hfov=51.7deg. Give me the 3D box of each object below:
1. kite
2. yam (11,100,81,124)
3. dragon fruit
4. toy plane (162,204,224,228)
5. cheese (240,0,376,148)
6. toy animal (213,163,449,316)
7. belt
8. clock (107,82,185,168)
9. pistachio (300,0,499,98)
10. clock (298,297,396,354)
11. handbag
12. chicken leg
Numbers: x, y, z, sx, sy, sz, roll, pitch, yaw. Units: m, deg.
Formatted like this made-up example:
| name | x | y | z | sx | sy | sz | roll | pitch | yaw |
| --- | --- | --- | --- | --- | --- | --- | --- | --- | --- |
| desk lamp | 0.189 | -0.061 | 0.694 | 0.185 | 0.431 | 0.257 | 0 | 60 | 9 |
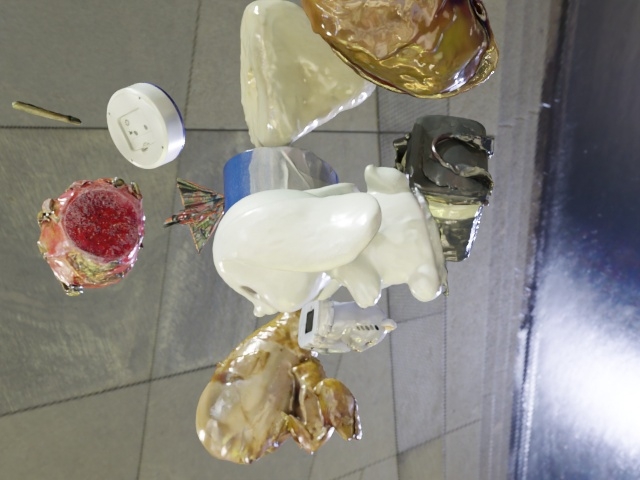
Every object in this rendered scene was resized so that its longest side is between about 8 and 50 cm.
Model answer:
| name | x | y | z | sx | sy | sz | roll | pitch | yaw |
| --- | --- | --- | --- | --- | --- | --- | --- | --- | --- |
| kite | -0.319 | -0.067 | 1.747 | 0.183 | 0.014 | 0.241 | -18 | 126 | -21 |
| yam | -0.439 | -0.205 | 1.064 | 0.107 | 0.014 | 0.014 | 13 | 107 | -34 |
| dragon fruit | -0.454 | -0.032 | 1.326 | 0.211 | 0.147 | 0.282 | 22 | 64 | -13 |
| toy plane | -0.291 | -0.057 | 1.531 | 0.145 | 0.060 | 0.037 | -10 | 98 | 9 |
| cheese | -0.039 | -0.313 | 1.181 | 0.251 | 0.173 | 0.248 | -25 | 103 | -17 |
| toy animal | 0.016 | -0.001 | 0.848 | 0.289 | 0.249 | 0.174 | -12 | 96 | -28 |
| belt | -0.065 | -0.057 | 1.242 | 0.212 | 0.117 | 0.347 | -5 | 163 | 7 |
| clock | -0.487 | -0.316 | 1.834 | 0.083 | 0.230 | 0.230 | -41 | 140 | -47 |
| pistachio | 0.078 | -0.207 | 0.630 | 0.210 | 0.165 | 0.131 | 25 | 58 | -18 |
| clock | 0.036 | 0.131 | 0.998 | 0.117 | 0.176 | 0.080 | 10 | 74 | -12 |
| handbag | 0.210 | -0.105 | 1.186 | 0.254 | 0.181 | 0.181 | -75 | 173 | -46 |
| chicken leg | -0.029 | 0.228 | 1.160 | 0.409 | 0.295 | 0.182 | -59 | 149 | -12 |
